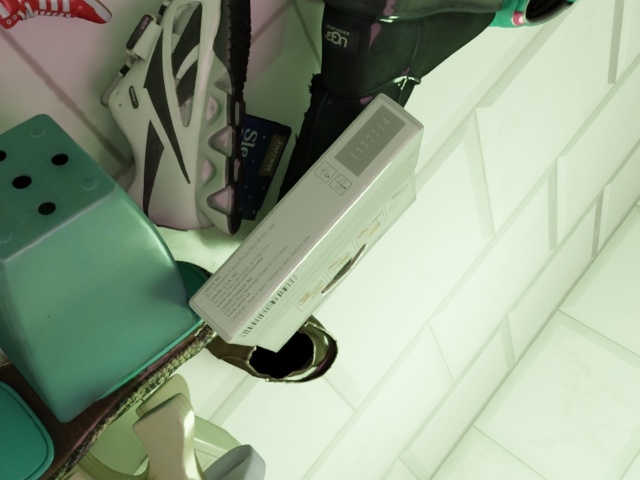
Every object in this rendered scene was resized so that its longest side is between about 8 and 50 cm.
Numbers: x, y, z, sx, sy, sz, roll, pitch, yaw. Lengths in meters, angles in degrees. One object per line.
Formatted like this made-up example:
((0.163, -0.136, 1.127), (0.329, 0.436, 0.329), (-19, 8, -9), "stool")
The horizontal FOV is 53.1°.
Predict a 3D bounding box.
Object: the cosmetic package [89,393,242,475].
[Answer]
((-0.229, 0.345, 0.967), (0.160, 0.113, 0.309), (-50, 146, -11), "cosmetic package")

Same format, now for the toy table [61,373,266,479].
((-0.188, 0.281, 0.713), (0.252, 0.161, 0.274), (-36, -174, 20), "toy table")

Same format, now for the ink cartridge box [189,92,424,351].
((0.000, 0.000, 0.764), (0.296, 0.066, 0.261), (-48, 167, -5), "ink cartridge box")

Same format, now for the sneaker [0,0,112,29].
((-0.241, -0.200, 0.549), (0.118, 0.042, 0.067), (23, 95, -49), "sneaker")

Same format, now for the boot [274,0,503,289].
((0.081, -0.149, 0.919), (0.367, 0.146, 0.445), (-23, 136, -46), "boot")

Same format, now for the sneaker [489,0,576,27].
((0.344, -0.448, 0.978), (0.295, 0.178, 0.124), (-59, 147, 3), "sneaker")

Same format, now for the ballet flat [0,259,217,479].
((-0.307, 0.196, 0.719), (0.483, 0.164, 0.182), (-34, 161, -34), "ballet flat")

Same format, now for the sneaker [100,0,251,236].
((-0.146, -0.174, 0.630), (0.122, 0.146, 0.330), (-15, 109, -85), "sneaker")

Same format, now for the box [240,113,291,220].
((-0.119, -0.095, 0.807), (0.225, 0.036, 0.136), (1, 116, -55), "box")

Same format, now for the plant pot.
((-0.234, 0.019, 0.575), (0.165, 0.166, 0.234), (-39, 160, -26), "plant pot")

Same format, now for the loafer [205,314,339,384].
((-0.064, 0.181, 1.024), (0.133, 0.130, 0.366), (-58, 147, 2), "loafer")
